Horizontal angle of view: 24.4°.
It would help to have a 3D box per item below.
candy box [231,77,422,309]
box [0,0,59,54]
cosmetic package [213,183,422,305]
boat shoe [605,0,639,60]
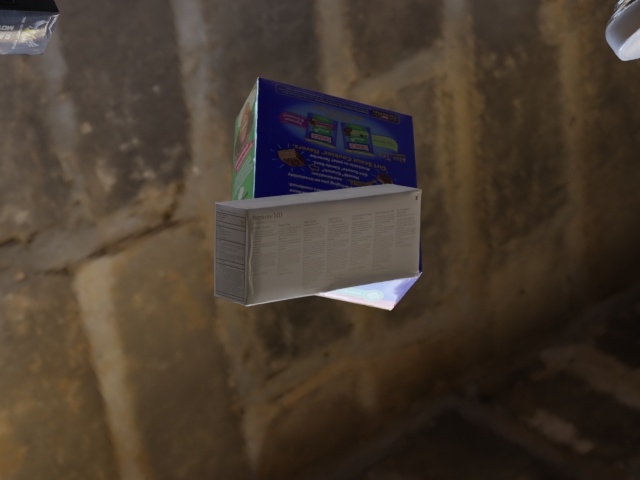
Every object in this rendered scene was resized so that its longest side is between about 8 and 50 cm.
[{"bbox_3d":[0.006,-0.071,2.259,0.122,0.268,0.317,121,157,-47],"label":"candy box"},{"bbox_3d":[-0.359,-0.267,1.336,0.059,0.183,0.232,-57,50,40],"label":"box"},{"bbox_3d":[0.000,0.000,1.528,0.060,0.239,0.099,16,107,47],"label":"cosmetic package"},{"bbox_3d":[0.360,-0.281,1.310,0.102,0.301,0.108,52,-175,18],"label":"boat shoe"}]
